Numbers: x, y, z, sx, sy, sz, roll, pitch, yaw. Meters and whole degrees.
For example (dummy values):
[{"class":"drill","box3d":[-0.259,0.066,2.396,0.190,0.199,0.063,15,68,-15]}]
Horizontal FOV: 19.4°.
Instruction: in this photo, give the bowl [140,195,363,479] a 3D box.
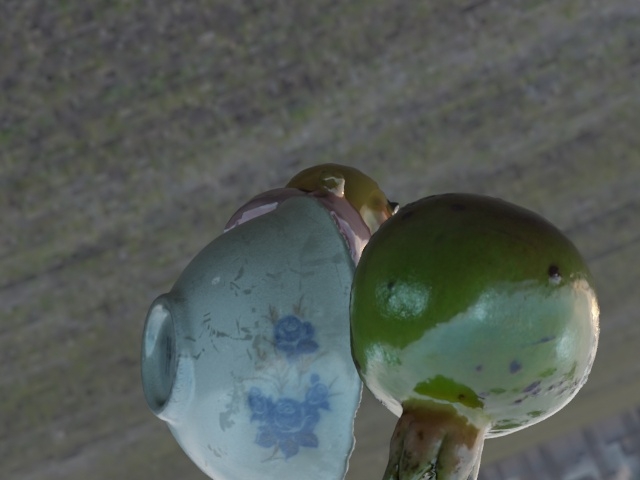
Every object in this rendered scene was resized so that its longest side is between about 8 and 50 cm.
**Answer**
[{"class":"bowl","box3d":[-0.085,0.109,1.767,0.146,0.313,0.313,3,159,-24]}]

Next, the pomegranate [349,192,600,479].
[{"class":"pomegranate","box3d":[0.083,0.065,1.113,0.159,0.205,0.159,14,153,8]}]

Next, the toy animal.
[{"class":"toy animal","box3d":[-0.003,-0.002,2.107,0.281,0.169,0.195,-26,136,-60]}]
